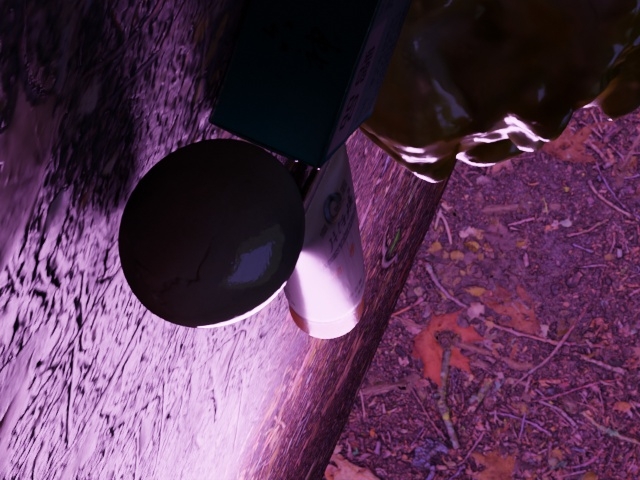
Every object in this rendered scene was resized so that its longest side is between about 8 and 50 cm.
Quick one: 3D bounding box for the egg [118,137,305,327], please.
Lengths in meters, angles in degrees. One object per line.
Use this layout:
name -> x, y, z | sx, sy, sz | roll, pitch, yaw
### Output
egg -> -0.070, -0.004, 1.111 | 0.152, 0.114, 0.114 | -48, 161, -55

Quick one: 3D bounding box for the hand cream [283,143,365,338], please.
hand cream -> 0.000, 0.000, 1.828 | 0.314, 0.089, 0.139 | 77, 34, -66

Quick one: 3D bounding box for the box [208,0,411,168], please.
box -> 0.017, -0.191, 1.239 | 0.153, 0.092, 0.245 | -48, 160, -66

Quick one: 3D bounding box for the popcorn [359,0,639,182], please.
popcorn -> 0.157, -0.215, 1.469 | 0.293, 0.334, 0.292 | 59, 17, -30
